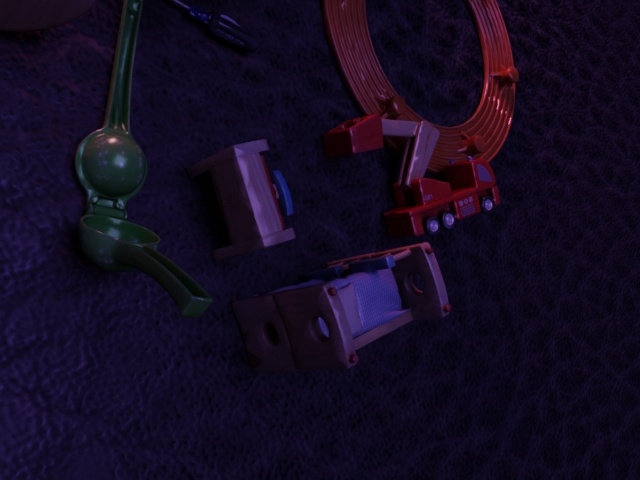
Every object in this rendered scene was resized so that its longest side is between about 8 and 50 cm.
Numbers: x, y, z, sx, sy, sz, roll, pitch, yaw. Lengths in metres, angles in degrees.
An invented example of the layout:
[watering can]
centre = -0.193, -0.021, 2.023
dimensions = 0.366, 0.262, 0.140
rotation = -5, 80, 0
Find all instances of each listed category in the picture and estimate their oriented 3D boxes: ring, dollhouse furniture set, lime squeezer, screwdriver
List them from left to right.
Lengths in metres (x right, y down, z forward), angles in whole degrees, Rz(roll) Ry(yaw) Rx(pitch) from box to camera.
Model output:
[lime squeezer]
centre = -0.142, -0.050, 0.485
dimensions = 0.059, 0.110, 0.310
rotation = 0, 49, -24
[screwdriver]
centre = -0.127, -0.205, 0.584
dimensions = 0.170, 0.025, 0.024
rotation = 20, 69, -27
[dollhouse furniture set]
centre = 0.000, 0.000, 0.569
dimensions = 0.129, 0.129, 0.183
rotation = -20, 94, -41
[ring]
centre = 0.137, -0.242, 0.804
dimensions = 0.337, 0.032, 0.336
rotation = 9, 75, -38

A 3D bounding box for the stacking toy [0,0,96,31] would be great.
[stacking toy]
centre = -0.218, -0.320, 0.455
dimensions = 0.141, 0.141, 0.330
rotation = 6, 73, -40

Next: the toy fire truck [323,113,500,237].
[toy fire truck]
centre = 0.103, -0.075, 0.715
dimensions = 0.192, 0.047, 0.135
rotation = -20, 100, -33
